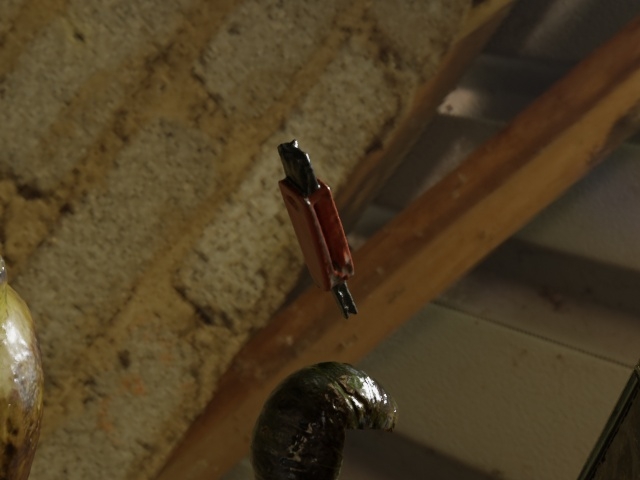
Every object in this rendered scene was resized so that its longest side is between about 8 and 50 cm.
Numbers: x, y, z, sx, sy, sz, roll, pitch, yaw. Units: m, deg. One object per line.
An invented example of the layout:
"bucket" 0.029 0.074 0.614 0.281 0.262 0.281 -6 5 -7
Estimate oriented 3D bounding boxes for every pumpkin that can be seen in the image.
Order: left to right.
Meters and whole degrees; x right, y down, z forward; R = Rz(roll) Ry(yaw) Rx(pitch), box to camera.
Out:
"pumpkin" -0.008 0.199 1.216 0.119 0.107 0.183 17 -124 43

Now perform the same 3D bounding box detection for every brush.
"brush" -0.001 0.000 1.474 0.051 0.323 0.070 -40 -134 -19

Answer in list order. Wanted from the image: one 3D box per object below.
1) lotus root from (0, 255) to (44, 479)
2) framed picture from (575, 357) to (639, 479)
"lotus root" -0.245 0.113 0.681 0.314 0.141 0.169 -54 -138 34
"framed picture" 0.347 0.310 1.257 0.019 0.296 0.232 0 -137 -12
